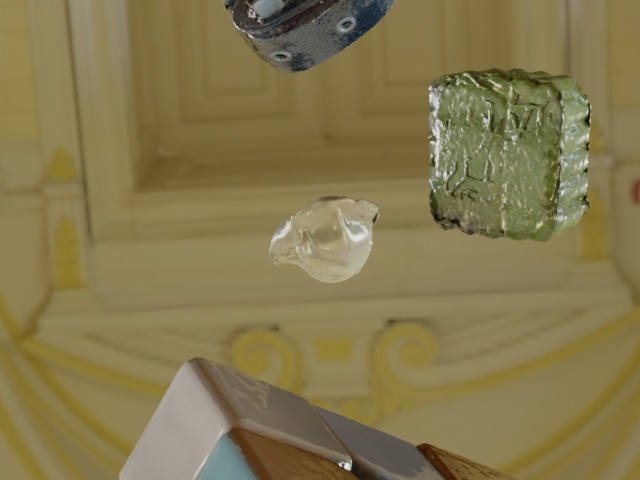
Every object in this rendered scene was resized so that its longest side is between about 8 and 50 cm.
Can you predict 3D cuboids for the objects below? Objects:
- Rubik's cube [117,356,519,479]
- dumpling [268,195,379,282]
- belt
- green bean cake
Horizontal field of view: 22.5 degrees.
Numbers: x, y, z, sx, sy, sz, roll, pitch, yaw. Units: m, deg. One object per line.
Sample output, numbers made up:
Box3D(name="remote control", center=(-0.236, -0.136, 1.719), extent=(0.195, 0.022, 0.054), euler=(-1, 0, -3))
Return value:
Box3D(name="Rubik's cube", center=(0.009, 0.343, 1.151), extent=(0.344, 0.347, 0.346), euler=(25, -170, -29))
Box3D(name="dumpling", center=(0.000, 0.000, 2.080), extent=(0.127, 0.108, 0.188), euler=(-11, 159, -28))
Box3D(name="belt", center=(-0.004, -0.303, 1.917), extent=(0.218, 0.122, 0.128), euler=(-35, 152, 1))
Box3D(name="green bean cake", center=(0.236, -0.113, 2.039), extent=(0.200, 0.214, 0.113), euler=(10, -164, 33))
